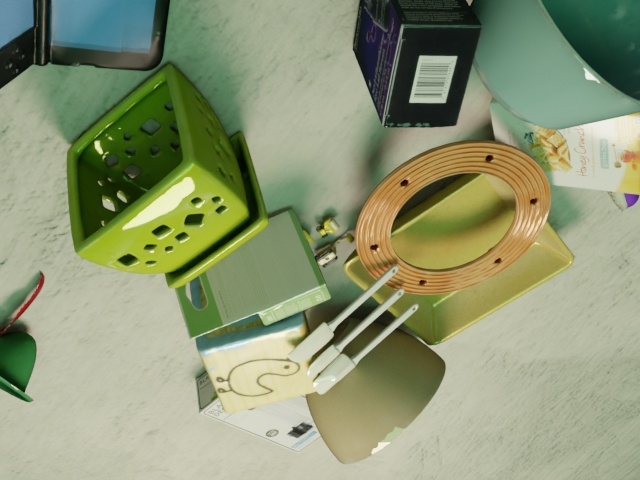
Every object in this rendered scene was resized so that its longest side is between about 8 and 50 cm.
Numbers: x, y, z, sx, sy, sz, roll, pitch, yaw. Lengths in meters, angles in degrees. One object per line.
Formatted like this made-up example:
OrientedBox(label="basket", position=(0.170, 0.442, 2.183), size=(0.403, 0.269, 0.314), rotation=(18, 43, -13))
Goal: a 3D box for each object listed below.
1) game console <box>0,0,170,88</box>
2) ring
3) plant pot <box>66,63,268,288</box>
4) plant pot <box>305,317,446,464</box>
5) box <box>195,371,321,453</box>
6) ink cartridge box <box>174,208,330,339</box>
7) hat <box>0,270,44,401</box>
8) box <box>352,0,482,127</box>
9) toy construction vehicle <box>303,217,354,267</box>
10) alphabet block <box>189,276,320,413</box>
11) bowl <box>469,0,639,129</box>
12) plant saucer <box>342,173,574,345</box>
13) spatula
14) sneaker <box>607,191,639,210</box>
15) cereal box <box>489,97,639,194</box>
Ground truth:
OrientedBox(label="game console", position=(-0.306, -0.308, 0.975), size=(0.173, 0.250, 0.293), rotation=(20, 130, 4))
OrientedBox(label="ring", position=(0.220, -0.035, 1.345), size=(0.336, 0.032, 0.337), rotation=(-8, 135, -8))
OrientedBox(label="plant pot", position=(-0.215, -0.076, 1.179), size=(0.227, 0.228, 0.207), rotation=(-35, 138, 18))
OrientedBox(label="plant pot", position=(0.075, 0.262, 1.566), size=(0.284, 0.284, 0.191), rotation=(-40, 97, 22))
OrientedBox(label="box", position=(-0.098, 0.331, 1.680), size=(0.169, 0.087, 0.290), rotation=(-39, 130, 21))
OrientedBox(label="ink cartridge box", position=(-0.122, 0.064, 1.343), size=(0.235, 0.171, 0.056), rotation=(-23, 146, -2))
OrientedBox(label="hat", position=(-0.544, 0.175, 1.465), size=(0.208, 0.184, 0.173), rotation=(2, 144, 47))
OrientedBox(label="box", position=(0.122, -0.272, 1.083), size=(0.108, 0.207, 0.153), rotation=(-2, 132, -12))
OrientedBox(label="toy construction vehicle", position=(0.000, 0.000, 1.435), size=(0.098, 0.035, 0.086), rotation=(-36, 120, 16))
OrientedBox(label="alphabet block", position=(-0.116, 0.163, 1.444), size=(0.192, 0.193, 0.197), rotation=(-14, 135, 1))
OrientedBox(label="bowl", position=(0.319, -0.276, 1.099), size=(0.311, 0.312, 0.163), rotation=(21, 144, -30))
OrientedBox(label="plant saucer", position=(0.251, 0.019, 1.480), size=(0.332, 0.081, 0.332), rotation=(-34, 132, 17))
OrientedBox(label="spatula", position=(0.063, 0.157, 1.400), size=(0.242, 0.019, 0.168), rotation=(-42, 135, -8))
OrientedBox(label="sneaker", position=(0.531, -0.172, 1.353), size=(0.146, 0.102, 0.293), rotation=(-25, 133, 9))
OrientedBox(label="cereal box", position=(0.399, -0.159, 1.283), size=(0.240, 0.047, 0.173), rotation=(8, 142, 29))
